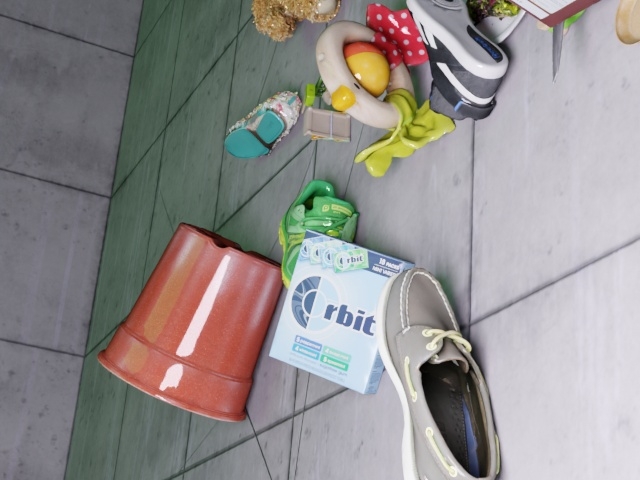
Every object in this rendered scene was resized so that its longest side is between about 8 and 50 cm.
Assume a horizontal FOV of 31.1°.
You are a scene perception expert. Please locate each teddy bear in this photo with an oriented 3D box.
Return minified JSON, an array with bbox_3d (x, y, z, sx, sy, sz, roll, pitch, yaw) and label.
[{"bbox_3d":[-0.044,-0.478,2.128,0.245,0.113,0.338,-67,23,13],"label":"teddy bear"}]

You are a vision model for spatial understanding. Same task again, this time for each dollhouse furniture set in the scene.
[{"bbox_3d":[0.007,-0.208,1.893,0.059,0.076,0.152,114,162,-54],"label":"dollhouse furniture set"}]

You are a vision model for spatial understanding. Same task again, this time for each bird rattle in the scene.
[{"bbox_3d":[0.082,-0.230,1.570,0.143,0.207,0.254,-25,61,40],"label":"bird rattle"}]

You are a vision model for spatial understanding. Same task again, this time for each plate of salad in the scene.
[{"bbox_3d":[0.225,-0.341,1.476,0.200,0.048,0.200,-47,35,50],"label":"plate of salad"}]

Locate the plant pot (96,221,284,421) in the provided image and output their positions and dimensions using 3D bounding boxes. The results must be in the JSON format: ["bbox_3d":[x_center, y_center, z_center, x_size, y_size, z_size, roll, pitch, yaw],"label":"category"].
[{"bbox_3d":[-0.198,0.126,1.938,0.265,0.272,0.272,-66,22,1],"label":"plant pot"}]

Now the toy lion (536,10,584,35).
[{"bbox_3d":[0.290,-0.297,1.321,0.096,0.034,0.100,-34,45,48],"label":"toy lion"}]

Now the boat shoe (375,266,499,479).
[{"bbox_3d":[0.136,0.155,1.297,0.091,0.109,0.305,-49,40,47],"label":"boat shoe"}]

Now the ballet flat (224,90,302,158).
[{"bbox_3d":[-0.100,-0.215,2.159,0.077,0.091,0.241,-51,15,-28],"label":"ballet flat"}]

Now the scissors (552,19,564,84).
[{"bbox_3d":[0.271,-0.306,1.314,0.109,0.021,0.297,2,71,52],"label":"scissors"}]

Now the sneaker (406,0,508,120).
[{"bbox_3d":[0.155,-0.235,1.485,0.217,0.079,0.121,-118,33,-41],"label":"sneaker"}]

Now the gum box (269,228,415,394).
[{"bbox_3d":[0.027,0.095,1.560,0.157,0.041,0.184,19,94,28],"label":"gum box"}]

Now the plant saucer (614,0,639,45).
[{"bbox_3d":[0.336,-0.239,1.187,0.083,0.015,0.083,-48,34,48],"label":"plant saucer"}]

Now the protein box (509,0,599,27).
[{"bbox_3d":[0.274,-0.372,1.204,0.201,0.136,0.200,-24,51,46],"label":"protein box"}]

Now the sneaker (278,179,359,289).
[{"bbox_3d":[0.000,0.000,1.713,0.295,0.109,0.124,-113,39,-57],"label":"sneaker"}]
